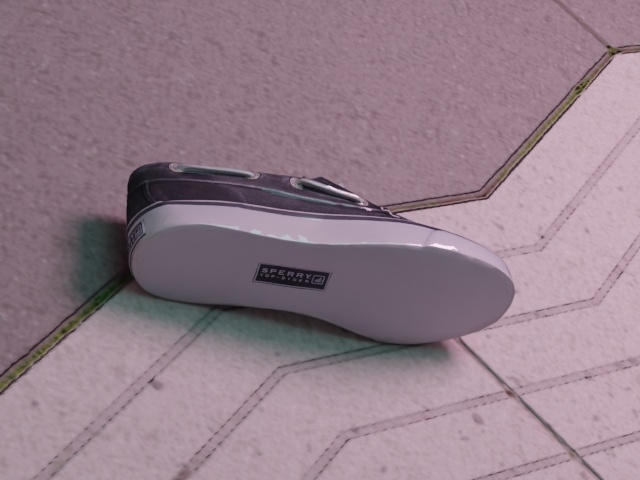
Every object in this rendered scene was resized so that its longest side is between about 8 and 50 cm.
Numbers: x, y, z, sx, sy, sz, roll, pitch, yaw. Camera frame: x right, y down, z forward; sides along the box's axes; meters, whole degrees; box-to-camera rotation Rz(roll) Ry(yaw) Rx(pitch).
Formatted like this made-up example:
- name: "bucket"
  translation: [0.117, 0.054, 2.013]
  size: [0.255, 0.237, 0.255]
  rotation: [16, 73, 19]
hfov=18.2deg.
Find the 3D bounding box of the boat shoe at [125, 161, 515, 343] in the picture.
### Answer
- name: "boat shoe"
  translation: [0.000, 0.000, 1.478]
  size: [0.301, 0.108, 0.102]
  rotation: [7, 44, -18]
